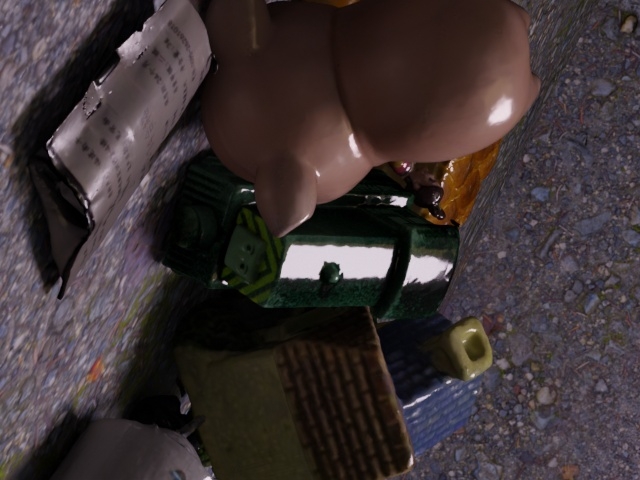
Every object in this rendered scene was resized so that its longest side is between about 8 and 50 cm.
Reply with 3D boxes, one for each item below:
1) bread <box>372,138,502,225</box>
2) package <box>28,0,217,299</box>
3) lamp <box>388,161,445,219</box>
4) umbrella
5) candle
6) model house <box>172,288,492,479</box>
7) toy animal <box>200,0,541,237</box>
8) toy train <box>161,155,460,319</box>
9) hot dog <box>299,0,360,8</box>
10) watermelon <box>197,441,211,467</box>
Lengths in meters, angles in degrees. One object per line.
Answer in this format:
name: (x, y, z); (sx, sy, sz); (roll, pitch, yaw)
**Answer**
bread: (0.116, -0.142, 2.003); (0.279, 0.207, 0.279); (-66, 168, 10)
package: (-0.166, -0.076, 1.335); (0.204, 0.062, 0.251); (-56, 169, -29)
lamp: (0.093, -0.149, 1.807); (0.118, 0.253, 0.118); (-37, 172, -6)
umbrella: (-0.176, 0.236, 1.873); (0.071, 0.071, 0.248); (-61, 166, -14)
candle: (-0.196, 0.278, 1.620); (0.330, 0.187, 0.187); (-56, 165, -37)
model house: (0.030, 0.144, 1.802); (0.321, 0.266, 0.261); (-23, 97, -42)
toy animal: (0.040, -0.144, 1.490); (0.269, 0.326, 0.237); (-14, 92, -42)
toy train: (0.000, 0.000, 1.670); (0.330, 0.178, 0.138); (1, 114, -45)
hot dog: (-0.012, -0.198, 1.695); (0.249, 0.068, 0.100); (-60, 166, -20)
watermelon: (-0.085, 0.254, 2.134); (0.159, 0.128, 0.303); (-66, 167, 7)
